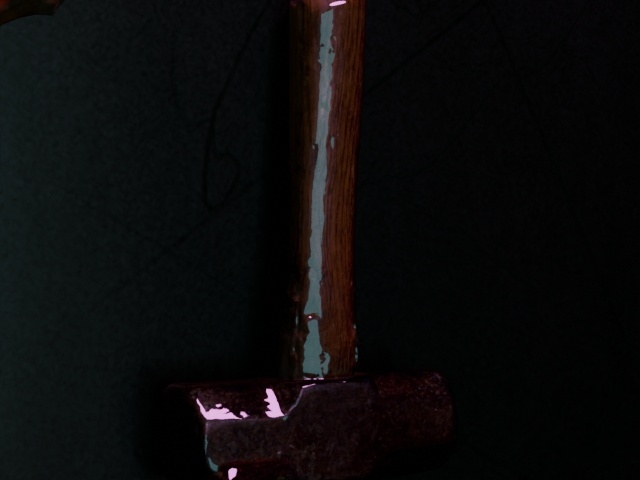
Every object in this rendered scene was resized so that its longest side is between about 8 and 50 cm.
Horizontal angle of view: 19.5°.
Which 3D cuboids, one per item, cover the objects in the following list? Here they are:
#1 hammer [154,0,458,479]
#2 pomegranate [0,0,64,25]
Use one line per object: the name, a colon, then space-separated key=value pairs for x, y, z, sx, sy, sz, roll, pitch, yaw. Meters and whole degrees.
hammer: x=0.000 y=0.000 z=1.476 sx=0.242 sy=0.095 sz=0.409 roll=0 pitch=94 yaw=-31
pomegranate: x=-0.302 y=-0.188 z=1.117 sx=0.338 sy=0.338 sz=0.338 roll=-5 pitch=99 yaw=-31
